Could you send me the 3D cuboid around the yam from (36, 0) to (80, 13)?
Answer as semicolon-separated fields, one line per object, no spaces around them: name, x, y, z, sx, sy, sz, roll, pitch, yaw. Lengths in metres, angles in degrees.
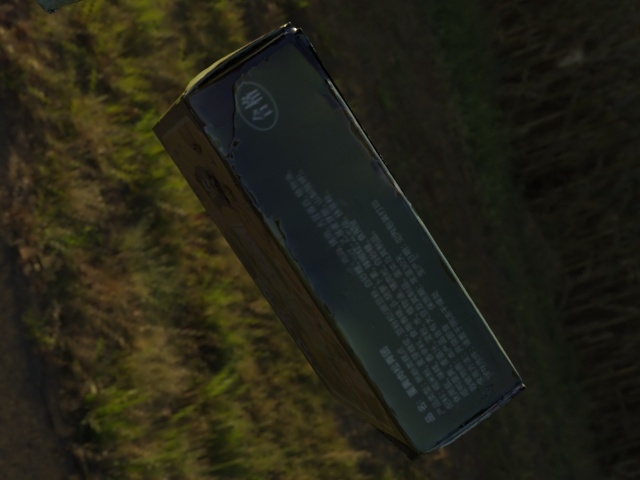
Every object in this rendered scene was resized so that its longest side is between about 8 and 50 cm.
yam;-0.127;-0.263;0.960;0.093;0.259;0.093;-19;90;-88

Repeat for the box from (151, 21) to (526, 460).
box;0.000;0.000;1.261;0.420;0.138;0.373;57;-8;-8
